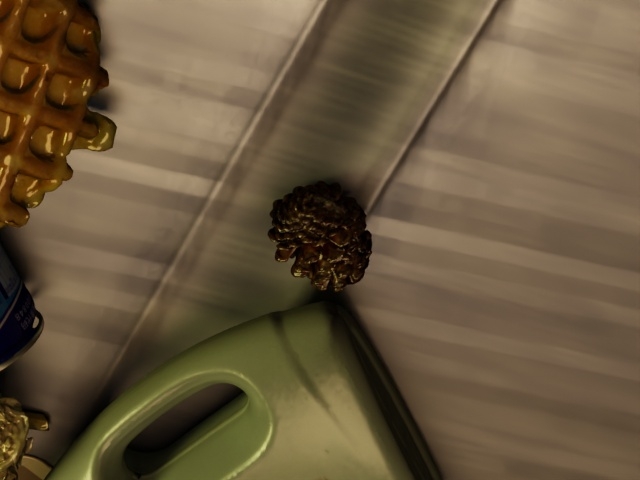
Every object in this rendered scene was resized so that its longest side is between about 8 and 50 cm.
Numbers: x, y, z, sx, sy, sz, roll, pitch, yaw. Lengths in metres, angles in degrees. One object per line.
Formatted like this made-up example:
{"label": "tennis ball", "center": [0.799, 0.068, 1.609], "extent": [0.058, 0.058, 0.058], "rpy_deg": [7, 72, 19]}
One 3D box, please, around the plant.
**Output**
{"label": "plant", "center": [-0.263, 0.140, 1.467], "extent": [0.116, 0.122, 0.104], "rpy_deg": [38, 118, 15]}

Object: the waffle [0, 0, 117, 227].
{"label": "waffle", "center": [-0.254, -0.110, 1.297], "extent": [0.243, 0.059, 0.238], "rpy_deg": [-34, 121, -19]}

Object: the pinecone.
{"label": "pinecone", "center": [0.000, 0.000, 1.412], "extent": [0.077, 0.077, 0.083], "rpy_deg": [-14, 127, 5]}

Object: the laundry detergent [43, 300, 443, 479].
{"label": "laundry detergent", "center": [-0.115, 0.220, 1.493], "extent": [0.398, 0.125, 0.264], "rpy_deg": [-23, 116, 11]}

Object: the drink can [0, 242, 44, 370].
{"label": "drink can", "center": [-0.293, -0.014, 1.378], "extent": [0.097, 0.097, 0.235], "rpy_deg": [-21, 117, 9]}

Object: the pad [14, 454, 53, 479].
{"label": "pad", "center": [-0.211, 0.298, 1.595], "extent": [0.266, 0.002, 0.176], "rpy_deg": [41, 109, -20]}
